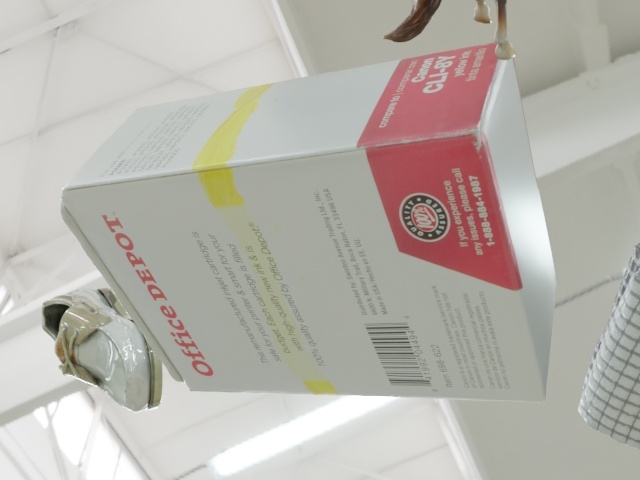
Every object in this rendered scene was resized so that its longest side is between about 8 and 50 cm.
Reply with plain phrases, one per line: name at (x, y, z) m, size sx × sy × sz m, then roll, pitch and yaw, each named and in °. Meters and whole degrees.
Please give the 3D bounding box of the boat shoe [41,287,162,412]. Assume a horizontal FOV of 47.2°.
boat shoe at (-0.284, 0.139, 0.933) m, size 0.103 × 0.302 × 0.113 m, roll 0°, pitch -79°, yaw -30°

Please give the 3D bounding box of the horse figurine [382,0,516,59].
horse figurine at (0.122, -0.235, 0.476) m, size 0.263 × 0.066 × 0.174 m, roll -52°, pitch -41°, yaw -30°

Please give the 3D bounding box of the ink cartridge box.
ink cartridge box at (0.000, 0.000, 0.687) m, size 0.385 × 0.160 × 0.279 m, roll -4°, pitch -52°, yaw 26°

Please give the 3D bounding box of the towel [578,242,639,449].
towel at (0.459, 0.141, 0.813) m, size 0.284 × 0.121 × 0.234 m, roll 17°, pitch -54°, yaw 16°
